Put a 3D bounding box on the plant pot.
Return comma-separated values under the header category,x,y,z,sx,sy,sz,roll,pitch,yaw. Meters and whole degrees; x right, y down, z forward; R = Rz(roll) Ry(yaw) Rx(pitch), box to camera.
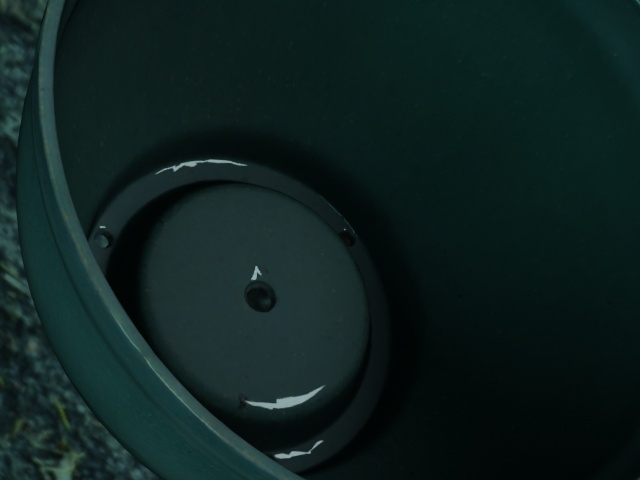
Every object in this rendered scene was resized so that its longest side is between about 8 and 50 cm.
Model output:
category,x,y,z,sx,sy,sz,roll,pitch,yaw
plant pot,0.000,0.000,0.557,0.293,0.293,0.196,48,145,0
